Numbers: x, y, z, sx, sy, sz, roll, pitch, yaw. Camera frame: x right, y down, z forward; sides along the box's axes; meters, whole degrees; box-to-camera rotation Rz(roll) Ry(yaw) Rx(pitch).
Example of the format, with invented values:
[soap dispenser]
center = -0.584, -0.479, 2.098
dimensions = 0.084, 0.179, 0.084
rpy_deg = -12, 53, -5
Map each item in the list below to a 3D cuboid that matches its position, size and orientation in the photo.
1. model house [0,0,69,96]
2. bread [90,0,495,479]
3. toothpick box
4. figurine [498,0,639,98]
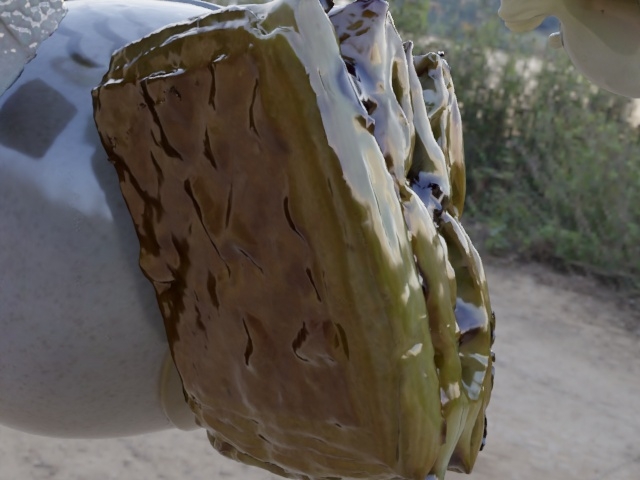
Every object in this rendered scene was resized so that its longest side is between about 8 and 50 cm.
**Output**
[model house]
center = -0.248, -0.160, 0.743
dimensions = 0.087, 0.101, 0.100
rpy_deg = 15, -24, 35
[bread]
center = 0.000, 0.000, 0.728
dimensions = 0.167, 0.325, 0.277
rpy_deg = -25, 15, -33
[toothpick box]
center = -0.146, -0.020, 1.039
dimensions = 0.425, 0.409, 0.409
rpy_deg = -8, 22, -33
[figurine]
center = 0.335, -0.331, 1.286
dimensions = 0.274, 0.394, 0.227
rpy_deg = -15, 49, 11
